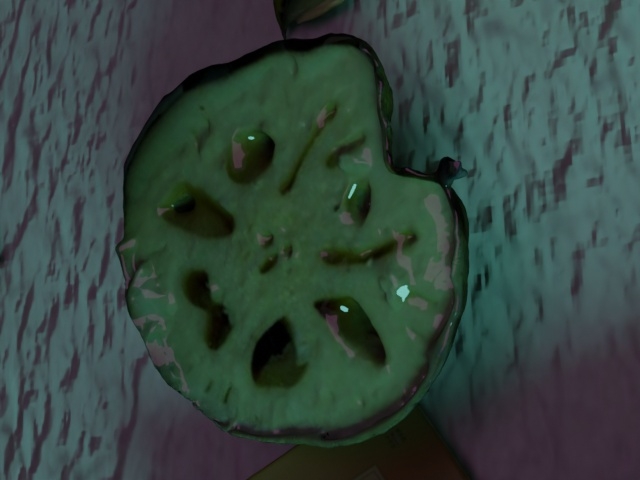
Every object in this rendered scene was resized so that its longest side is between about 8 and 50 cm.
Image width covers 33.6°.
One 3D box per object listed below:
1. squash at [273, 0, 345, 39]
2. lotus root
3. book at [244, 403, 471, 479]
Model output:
[{"bbox_3d":[0.080,-0.202,0.517,0.252,0.170,0.093,128,134,-58],"label":"squash"},{"bbox_3d":[-0.003,0.000,0.506,0.204,0.078,0.183,-1,91,39],"label":"lotus root"},{"bbox_3d":[-0.004,0.153,0.470,0.172,0.012,0.118,-33,61,-3],"label":"book"}]
